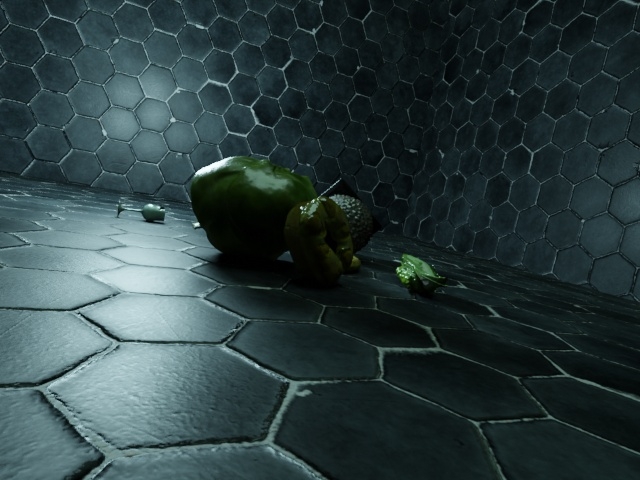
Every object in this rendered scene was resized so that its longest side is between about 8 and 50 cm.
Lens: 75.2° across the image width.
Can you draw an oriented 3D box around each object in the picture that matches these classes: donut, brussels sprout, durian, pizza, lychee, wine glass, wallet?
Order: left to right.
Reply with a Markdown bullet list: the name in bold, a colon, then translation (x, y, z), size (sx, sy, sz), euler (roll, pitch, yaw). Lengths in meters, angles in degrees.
- **wine glass**: translation (-0.799, -0.130, 1.863), size (0.195, 0.079, 0.079), euler (6, 8, -27)
- **brussels sprout**: translation (-0.216, -0.097, 1.374), size (0.424, 0.343, 0.361), euler (7, 10, -9)
- **donut**: translation (0.000, 0.000, 1.239), size (0.128, 0.262, 0.208), euler (1, 27, 37)
- **pizza**: translation (0.061, 0.072, 1.605), size (0.197, 0.058, 0.292), euler (11, 6, 12)
- **lychee**: translation (0.090, -0.070, 1.892), size (0.299, 0.300, 0.300), euler (11, 6, -1)
- **wallet**: translation (0.123, -0.117, 2.052), size (0.323, 0.247, 0.041), euler (46, 25, -14)
- **durian**: translation (0.333, 0.118, 1.423), size (0.132, 0.107, 0.375), euler (7, 8, -11)
